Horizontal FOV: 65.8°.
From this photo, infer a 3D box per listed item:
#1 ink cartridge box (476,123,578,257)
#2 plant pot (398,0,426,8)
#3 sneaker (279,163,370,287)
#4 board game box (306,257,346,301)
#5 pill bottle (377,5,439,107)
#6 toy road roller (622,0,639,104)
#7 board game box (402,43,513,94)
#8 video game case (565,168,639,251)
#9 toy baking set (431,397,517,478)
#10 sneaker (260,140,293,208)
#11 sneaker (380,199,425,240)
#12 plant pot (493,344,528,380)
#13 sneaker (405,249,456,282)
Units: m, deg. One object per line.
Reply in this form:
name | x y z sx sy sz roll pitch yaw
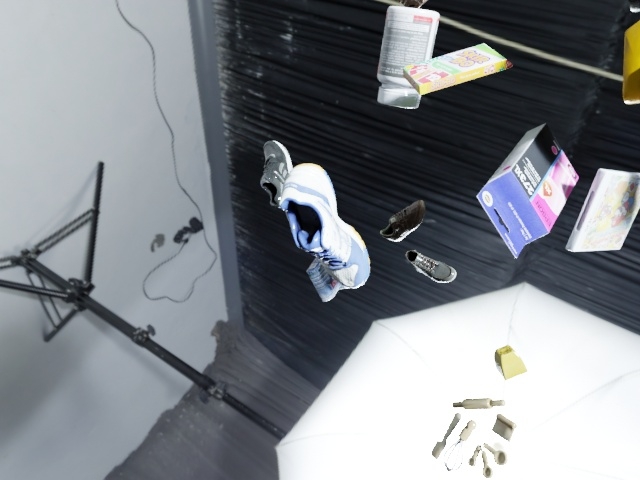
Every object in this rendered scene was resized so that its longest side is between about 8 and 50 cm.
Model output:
ink cartridge box | 0.510 -0.131 1.195 0.371 0.176 0.069 -42 -169 -37
plant pot | 0.327 -0.850 1.596 0.165 0.167 0.167 -47 152 -18
sneaker | 0.000 0.000 0.986 0.296 0.111 0.131 59 33 -25
board game box | 0.048 0.137 1.909 0.194 0.060 0.194 61 37 -21
pill bottle | 0.266 -0.573 1.556 0.161 0.161 0.283 -28 132 -53
toy road roller | 0.774 -0.431 1.023 0.240 0.202 0.330 -7 99 -45
board game box | 0.361 -0.457 1.305 0.259 0.124 0.039 -15 132 -4
video game case | 0.724 -0.071 1.234 0.226 0.026 0.207 -1 115 -33
toy baking set | 0.391 0.509 1.297 0.030 0.256 0.197 32 60 -28
sneaker | -0.171 -0.250 1.839 0.124 0.283 0.107 -11 158 -36
sneaker | 0.256 -0.059 1.549 0.071 0.066 0.188 7 141 -23
plant pot | 0.623 0.397 1.643 0.081 0.081 0.083 -102 167 -73
sneaker | 0.475 0.114 2.159 0.118 0.222 0.083 34 79 -47
